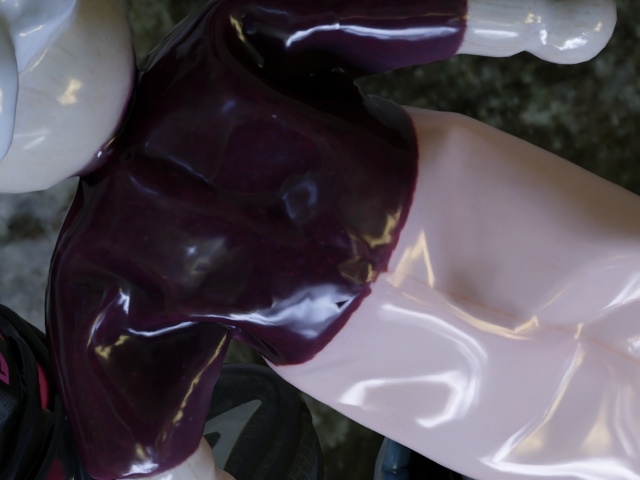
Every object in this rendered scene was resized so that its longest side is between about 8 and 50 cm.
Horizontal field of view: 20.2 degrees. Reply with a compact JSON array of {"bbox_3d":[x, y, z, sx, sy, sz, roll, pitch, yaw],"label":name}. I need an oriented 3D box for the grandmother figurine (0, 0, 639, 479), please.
[{"bbox_3d":[0.000,0.000,0.525,0.208,0.342,0.104,-62,-151,2],"label":"grandmother figurine"}]

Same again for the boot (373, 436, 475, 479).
[{"bbox_3d":[0.067,0.196,0.747,0.095,0.123,0.258,-14,-103,29],"label":"boot"}]

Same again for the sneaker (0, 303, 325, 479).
[{"bbox_3d":[-0.170,0.121,0.925,0.185,0.483,0.202,39,-61,36],"label":"sneaker"}]
